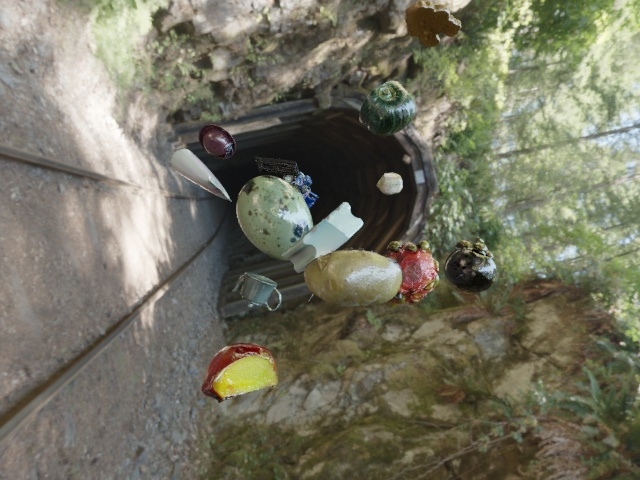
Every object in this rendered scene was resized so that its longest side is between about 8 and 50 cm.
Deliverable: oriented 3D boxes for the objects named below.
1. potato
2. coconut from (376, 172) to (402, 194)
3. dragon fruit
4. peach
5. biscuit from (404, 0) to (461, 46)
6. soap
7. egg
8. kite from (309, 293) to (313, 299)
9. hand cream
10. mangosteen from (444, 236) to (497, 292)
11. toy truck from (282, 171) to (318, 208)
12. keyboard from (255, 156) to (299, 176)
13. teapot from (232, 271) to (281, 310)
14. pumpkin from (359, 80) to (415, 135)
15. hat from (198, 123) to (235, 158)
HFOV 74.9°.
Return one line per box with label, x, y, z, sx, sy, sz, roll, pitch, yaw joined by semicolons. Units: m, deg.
potato;0.088;0.095;1.018;0.100;0.261;0.120;-88;-176;-48
coconut;0.340;-0.282;2.076;0.110;0.125;0.110;171;-90;-81
dragon fruit;0.282;0.126;1.517;0.243;0.307;0.227;33;45;-59
peach;-0.289;0.429;1.411;0.154;0.268;0.158;13;-74;55
biscuit;0.451;-0.897;1.719;0.295;0.186;0.044;5;71;-52
soap;0.000;0.000;1.335;0.095;0.173;0.289;49;-25;-3
egg;-0.183;-0.091;1.738;0.379;0.288;0.287;50;-9;-1
kite;-0.011;0.237;2.159;0.198;0.006;0.244;-61;175;35
hand cream;-0.559;-0.303;1.940;0.359;0.118;0.185;38;-10;30
mangosteen;0.804;0.123;2.211;0.275;0.275;0.302;114;-3;-77
toy truck;-0.093;-0.248;2.097;0.113;0.126;0.208;21;47;-67
keyboard;-0.177;-0.298;1.686;0.015;0.197;0.074;-60;150;-33
teapot;-0.295;0.248;1.959;0.162;0.239;0.148;29;84;-83
pumpkin;0.363;-0.651;2.154;0.197;0.293;0.263;49;-24;18
hat;-0.543;-0.505;2.168;0.089;0.206;0.205;-69;157;-48
